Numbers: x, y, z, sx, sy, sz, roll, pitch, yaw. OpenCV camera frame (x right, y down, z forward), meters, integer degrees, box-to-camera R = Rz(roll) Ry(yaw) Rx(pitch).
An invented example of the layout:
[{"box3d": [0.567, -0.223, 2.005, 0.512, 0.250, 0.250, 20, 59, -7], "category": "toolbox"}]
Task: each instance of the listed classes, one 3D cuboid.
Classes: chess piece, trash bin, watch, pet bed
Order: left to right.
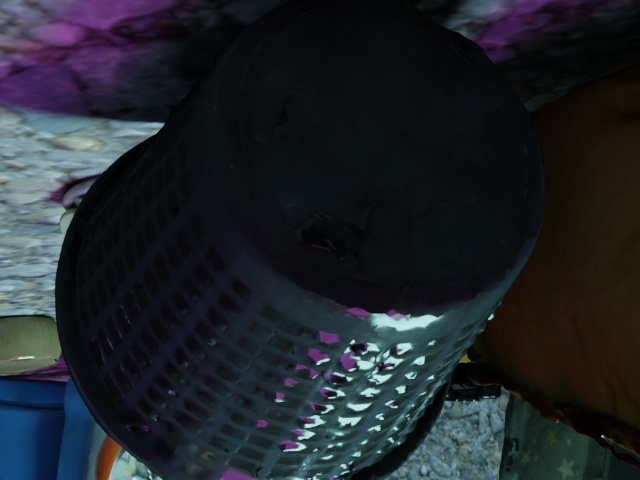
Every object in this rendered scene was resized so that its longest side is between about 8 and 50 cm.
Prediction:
[{"box3d": [-0.250, 0.085, 1.042, 0.083, 0.038, 0.084, -6, 167, -1], "category": "chess piece"}, {"box3d": [-0.240, 0.216, 1.335, 0.274, 0.242, 0.305, 6, 177, 29], "category": "watch"}, {"box3d": [0.000, 0.000, 0.481, 0.175, 0.176, 0.161, -3, 159, -22], "category": "trash bin"}, {"box3d": [0.258, 0.164, 1.264, 0.159, 0.211, 0.183, 7, 176, 45], "category": "pet bed"}]

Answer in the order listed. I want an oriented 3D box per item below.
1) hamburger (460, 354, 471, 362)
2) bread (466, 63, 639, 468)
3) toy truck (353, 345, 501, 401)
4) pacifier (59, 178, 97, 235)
[{"box3d": [0.156, 0.017, 0.813, 0.213, 0.108, 0.214, -6, 174, -1], "category": "hamburger"}, {"box3d": [0.161, 0.001, 0.540, 0.204, 0.163, 0.262, -15, -170, -18], "category": "bread"}, {"box3d": [0.081, 0.100, 1.196, 0.125, 0.101, 0.242, -1, 177, 34], "category": "toy truck"}, {"box3d": [-0.099, 0.003, 0.655, 0.083, 0.064, 0.068, -15, 149, 34], "category": "pacifier"}]
